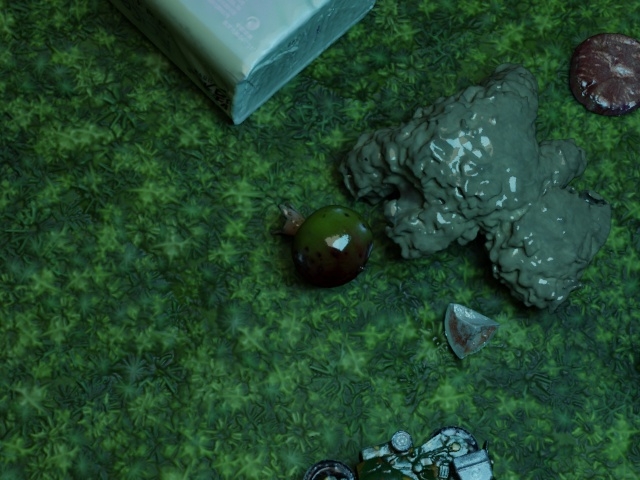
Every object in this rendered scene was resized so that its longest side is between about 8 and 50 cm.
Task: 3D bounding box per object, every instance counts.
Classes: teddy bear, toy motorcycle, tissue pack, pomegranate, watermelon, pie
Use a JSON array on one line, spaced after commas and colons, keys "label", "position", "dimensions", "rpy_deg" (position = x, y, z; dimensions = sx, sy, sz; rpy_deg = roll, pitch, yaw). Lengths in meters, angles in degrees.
[{"label": "teddy bear", "position": [0.261, -0.060, 1.656], "dimensions": [0.357, 0.224, 0.368], "rpy_deg": [-29, 91, -14]}, {"label": "toy motorcycle", "position": [0.123, 0.363, 1.521], "dimensions": [0.274, 0.125, 0.187], "rpy_deg": [-16, 64, -9]}, {"label": "tissue pack", "position": [-0.151, -0.442, 1.724], "dimensions": [0.332, 0.205, 0.405], "rpy_deg": [-43, 79, -16]}, {"label": "pomegranate", "position": [-0.002, 0.005, 1.628], "dimensions": [0.159, 0.129, 0.129], "rpy_deg": [10, 71, 6]}, {"label": "watermelon", "position": [0.220, 0.127, 1.636], "dimensions": [0.085, 0.061, 0.085], "rpy_deg": [2, 79, -10]}, {"label": "pie", "position": [0.480, -0.275, 1.804], "dimensions": [0.154, 0.036, 0.155], "rpy_deg": [1, 71, -4]}]
